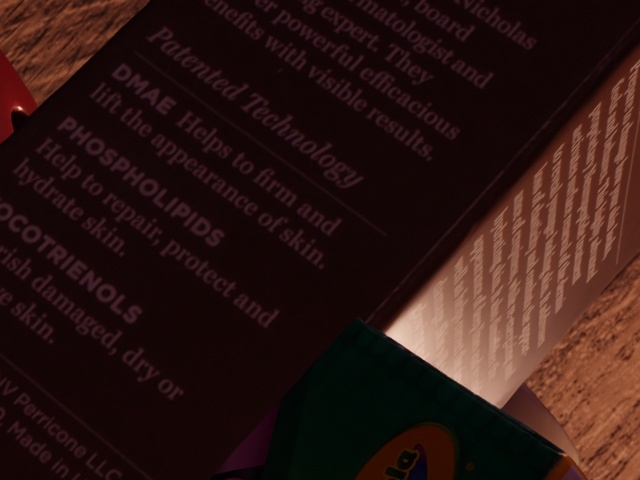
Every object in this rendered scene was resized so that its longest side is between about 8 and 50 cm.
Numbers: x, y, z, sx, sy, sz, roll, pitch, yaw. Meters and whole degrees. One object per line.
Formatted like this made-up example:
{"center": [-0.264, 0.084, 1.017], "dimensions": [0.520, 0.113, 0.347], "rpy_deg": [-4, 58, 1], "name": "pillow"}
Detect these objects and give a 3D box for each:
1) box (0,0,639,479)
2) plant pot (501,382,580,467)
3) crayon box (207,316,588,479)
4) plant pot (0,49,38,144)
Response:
{"center": [0.000, 0.000, 0.669], "dimensions": [0.143, 0.381, 0.191], "rpy_deg": [38, -18, 20], "name": "box"}
{"center": [-0.013, 0.169, 1.117], "dimensions": [0.323, 0.280, 0.323], "rpy_deg": [41, -10, 9], "name": "plant pot"}
{"center": [0.044, 0.170, 0.496], "dimensions": [0.081, 0.165, 0.278], "rpy_deg": [32, -14, 50], "name": "crayon box"}
{"center": [-0.175, 0.023, 0.795], "dimensions": [0.174, 0.191, 0.191], "rpy_deg": [58, -15, -27], "name": "plant pot"}
